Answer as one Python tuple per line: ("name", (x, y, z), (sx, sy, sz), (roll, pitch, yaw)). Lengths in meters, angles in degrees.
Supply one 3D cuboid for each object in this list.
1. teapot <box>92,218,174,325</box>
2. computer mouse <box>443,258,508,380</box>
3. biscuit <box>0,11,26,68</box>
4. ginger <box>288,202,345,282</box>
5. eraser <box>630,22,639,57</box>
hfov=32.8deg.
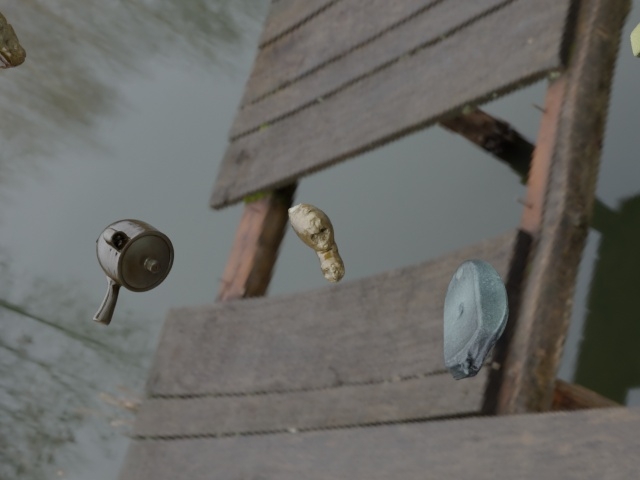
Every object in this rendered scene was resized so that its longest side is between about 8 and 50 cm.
("teapot", (-0.203, 0.028, 1.081), (0.080, 0.085, 0.110), (27, 81, 44))
("computer mouse", (0.229, 0.117, 1.564), (0.113, 0.068, 0.229), (-55, 18, 37))
("biscuit", (-0.372, -0.249, 0.995), (0.176, 0.228, 0.031), (10, 56, 48))
("ginger", (0.000, -0.004, 1.975), (0.165, 0.067, 0.096), (58, 167, 22))
("eraser", (0.726, -0.423, 2.196), (0.117, 0.172, 0.058), (90, 170, -80))
